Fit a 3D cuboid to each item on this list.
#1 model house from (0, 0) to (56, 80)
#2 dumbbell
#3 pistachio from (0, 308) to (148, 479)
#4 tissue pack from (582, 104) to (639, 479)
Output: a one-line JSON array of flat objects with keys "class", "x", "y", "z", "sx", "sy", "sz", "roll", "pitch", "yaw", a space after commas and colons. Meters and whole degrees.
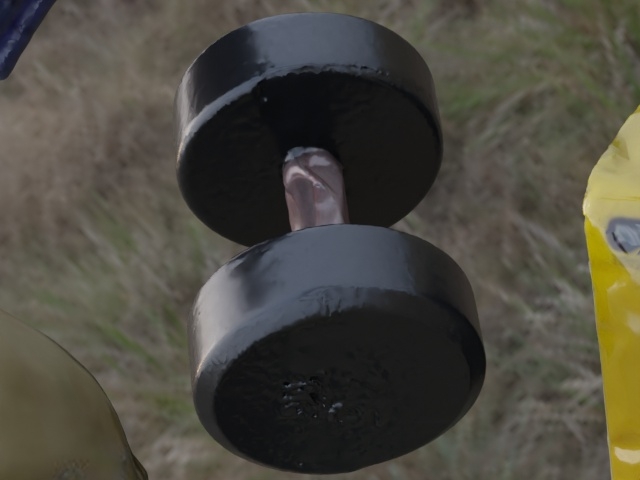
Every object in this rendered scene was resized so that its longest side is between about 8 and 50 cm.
[{"class": "model house", "x": -0.234, "y": -0.245, "z": 1.072, "sx": 0.245, "sy": 0.280, "sz": 0.312, "roll": -59, "pitch": 3, "yaw": -11}, {"class": "dumbbell", "x": 0.000, "y": 0.000, "z": 1.016, "sx": 0.152, "sy": 0.152, "sz": 0.218, "roll": -27, "pitch": 45, "yaw": 21}, {"class": "pistachio", "x": -0.127, "y": 0.040, "z": 0.377, "sx": 0.126, "sy": 0.186, "sz": 0.108, "roll": -125, "pitch": 50, "yaw": -83}, {"class": "tissue pack", "x": 0.345, "y": 0.068, "z": 0.932, "sx": 0.382, "sy": 0.293, "sz": 0.228, "roll": 5, "pitch": 32, "yaw": 27}]
